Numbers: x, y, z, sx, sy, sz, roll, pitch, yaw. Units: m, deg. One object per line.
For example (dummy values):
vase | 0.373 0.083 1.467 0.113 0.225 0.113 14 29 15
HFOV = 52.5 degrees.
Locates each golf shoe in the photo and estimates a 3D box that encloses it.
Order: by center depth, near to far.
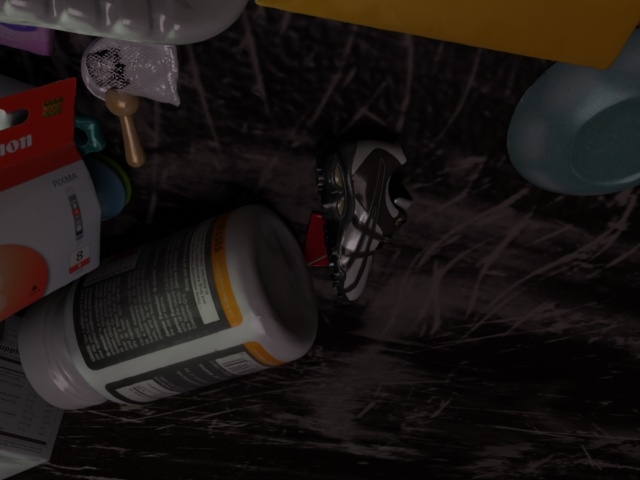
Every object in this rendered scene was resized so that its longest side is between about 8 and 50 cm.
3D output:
golf shoe | 0.047 -0.012 0.639 0.094 0.077 0.198 -9 135 -3

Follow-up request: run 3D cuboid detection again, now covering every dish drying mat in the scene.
dish drying mat | 0.000 0.000 0.706 0.032 0.008 0.083 5 139 -8

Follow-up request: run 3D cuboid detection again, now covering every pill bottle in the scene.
pill bottle | -0.156 0.078 0.670 0.278 0.162 0.162 -19 137 18

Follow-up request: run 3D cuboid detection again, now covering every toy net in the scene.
toy net | -0.191 -0.108 0.548 0.122 0.045 0.232 35 126 -12

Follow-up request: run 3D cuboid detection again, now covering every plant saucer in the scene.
plant saucer | 0.272 -0.098 0.590 0.195 0.037 0.195 -2 140 -1

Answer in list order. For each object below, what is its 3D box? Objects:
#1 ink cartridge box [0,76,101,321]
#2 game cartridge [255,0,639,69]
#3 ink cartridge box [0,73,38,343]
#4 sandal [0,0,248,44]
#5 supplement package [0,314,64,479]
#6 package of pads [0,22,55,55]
ink cartridge box | -0.234 -0.022 0.500 0.045 0.145 0.179 34 130 16
game cartridge | 0.124 -0.268 0.380 0.285 0.052 0.323 7 136 -12
ink cartridge box | -0.379 -0.037 0.544 0.239 0.060 0.275 20 118 -5
sandal | -0.245 -0.204 0.375 0.416 0.169 0.102 17 175 -22
supplement package | -0.436 0.180 0.748 0.204 0.145 0.262 28 140 -31
package of pads | -0.217 -0.177 0.468 0.050 0.032 0.083 9 138 -18
